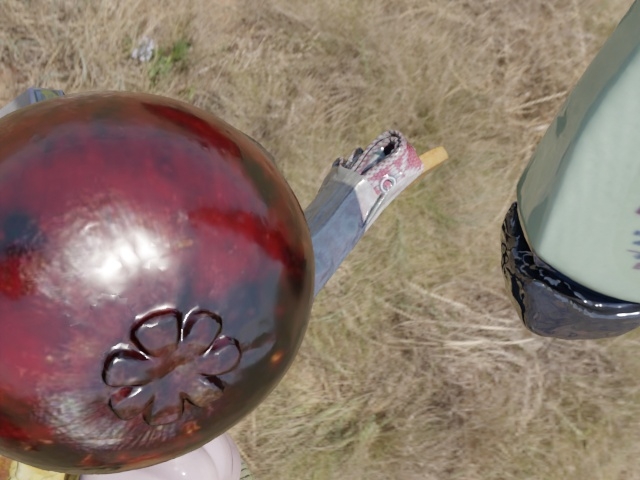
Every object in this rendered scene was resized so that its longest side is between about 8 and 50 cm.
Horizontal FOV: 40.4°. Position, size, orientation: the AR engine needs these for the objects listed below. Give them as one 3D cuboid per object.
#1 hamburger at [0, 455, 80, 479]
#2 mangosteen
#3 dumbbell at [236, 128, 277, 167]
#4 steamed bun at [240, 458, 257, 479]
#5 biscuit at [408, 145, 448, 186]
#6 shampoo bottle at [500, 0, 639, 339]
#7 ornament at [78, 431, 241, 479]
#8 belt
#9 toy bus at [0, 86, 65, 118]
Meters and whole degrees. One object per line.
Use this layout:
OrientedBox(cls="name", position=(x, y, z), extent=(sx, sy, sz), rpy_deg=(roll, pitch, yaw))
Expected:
OrientedBox(cls="hamburger", position=(-0.336, 0.218, 0.985), extent=(0.162, 0.209, 0.330), rpy_deg=(30, 92, 5))
OrientedBox(cls="mangosteen", position=(-0.101, 0.011, 0.401), extent=(0.199, 0.200, 0.200), rpy_deg=(4, 76, -18))
OrientedBox(cls="dumbbell", position=(-0.188, -0.083, 1.522), extent=(0.152, 0.152, 0.218), rpy_deg=(28, 105, -11))
OrientedBox(cls="steamed bun", position=(-0.266, 0.495, 1.578), extent=(0.324, 0.310, 0.219), rpy_deg=(27, 100, -20))
OrientedBox(cls="biscuit", position=(0.086, -0.068, 1.246), extent=(0.029, 0.220, 0.142), rpy_deg=(57, 29, 4))
OrientedBox(cls="shampoo bottle", position=(0.172, -0.061, 0.361), extent=(0.134, 0.359, 0.078), rpy_deg=(0, 60, -15))
OrientedBox(cls="ornament", position=(-0.175, 0.256, 0.917), extent=(0.177, 0.177, 0.178), rpy_deg=(4, 76, -18))
OrientedBox(cls="belt", position=(0.000, 0.000, 0.763), extent=(0.053, 0.071, 0.232), rpy_deg=(44, 78, -25))
OrientedBox(cls="toy bus", position=(-0.408, -0.150, 1.172), extent=(0.072, 0.172, 0.057), rpy_deg=(2, 70, -53))
